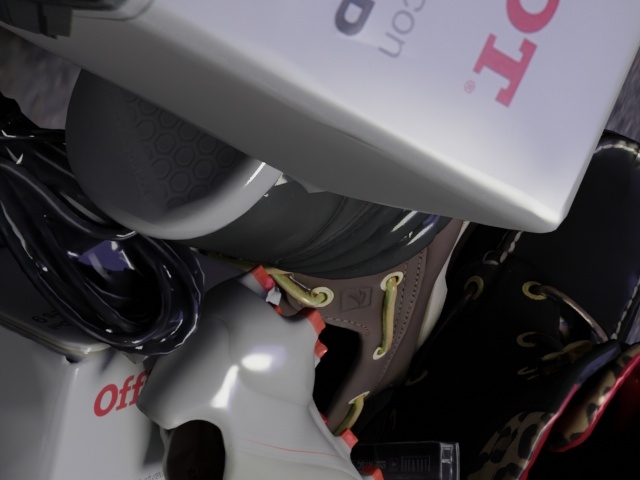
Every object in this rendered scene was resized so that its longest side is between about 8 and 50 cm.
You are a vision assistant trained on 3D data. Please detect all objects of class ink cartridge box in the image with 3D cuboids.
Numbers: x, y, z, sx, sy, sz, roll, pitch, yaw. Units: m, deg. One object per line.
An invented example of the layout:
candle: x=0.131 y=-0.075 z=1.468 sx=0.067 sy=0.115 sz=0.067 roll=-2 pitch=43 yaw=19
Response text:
ink cartridge box: x=-0.047 y=-0.165 z=0.391 sx=0.307 sy=0.129 sz=0.223 roll=26 pitch=85 yaw=-29
ink cartridge box: x=-0.111 y=0.110 z=0.727 sx=0.154 sy=0.093 sz=0.212 roll=-17 pitch=128 yaw=-60

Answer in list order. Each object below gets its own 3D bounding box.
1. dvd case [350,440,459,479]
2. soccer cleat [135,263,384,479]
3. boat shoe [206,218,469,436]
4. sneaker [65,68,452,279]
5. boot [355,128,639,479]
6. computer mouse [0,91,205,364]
dvd case: x=0.012 y=0.215 z=0.894 sx=0.018 sy=0.164 sz=0.221 roll=8 pitch=79 yaw=-37
soccer cleat: x=-0.026 y=0.085 z=0.701 sx=0.076 sy=0.068 sz=0.196 roll=-43 pitch=148 yaw=-17
boat shoe: x=0.000 y=0.000 z=0.808 sx=0.096 sy=0.117 sz=0.324 roll=-54 pitch=164 yaw=-23
sneaker: x=0.042 y=-0.109 z=0.600 sx=0.295 sy=0.104 sz=0.147 roll=-52 pitch=157 yaw=-1
boot: x=0.137 y=0.085 z=0.998 sx=0.377 sy=0.138 sz=0.284 roll=-53 pitch=-168 yaw=-15
computer mouse: x=-0.172 y=0.051 z=0.543 sx=0.188 sy=0.072 sz=0.272 roll=48 pitch=60 yaw=-24
